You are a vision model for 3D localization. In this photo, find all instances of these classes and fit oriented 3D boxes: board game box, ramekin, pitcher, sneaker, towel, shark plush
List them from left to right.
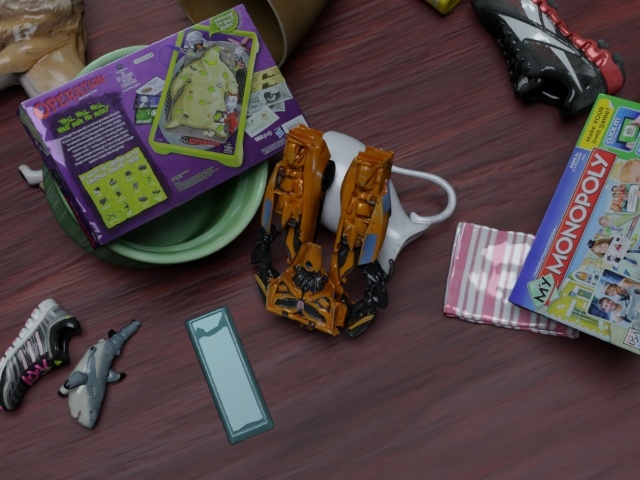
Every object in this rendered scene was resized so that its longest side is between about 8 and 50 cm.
[{"bbox_3d":[-0.392,0.166,1.630,0.075,0.063,0.170,21,68,16],"label":"sneaker"},{"bbox_3d":[-0.307,0.182,1.644,0.067,0.073,0.161,35,53,-6],"label":"shark plush"},{"bbox_3d":[-0.239,-0.104,1.624,0.303,0.148,0.303,5,77,-23],"label":"ramekin"},{"bbox_3d":[-0.198,-0.156,1.545,0.347,0.056,0.208,-30,96,-27],"label":"board game box"},{"bbox_3d":[0.074,-0.070,1.666,0.178,0.125,0.207,-41,83,-11],"label":"pitcher"},{"bbox_3d":[0.281,0.055,1.660,0.197,0.029,0.144,10,72,6],"label":"towel"},{"bbox_3d":[0.315,-0.286,1.741,0.276,0.097,0.135,43,75,14],"label":"sneaker"},{"bbox_3d":[0.408,-0.023,1.560,0.213,0.046,0.317,22,88,37],"label":"board game box"}]

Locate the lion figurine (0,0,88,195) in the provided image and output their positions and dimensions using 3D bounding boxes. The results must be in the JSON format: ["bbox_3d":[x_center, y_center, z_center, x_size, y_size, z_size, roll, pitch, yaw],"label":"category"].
[{"bbox_3d":[-0.385,-0.224,1.746,0.240,0.142,0.392,-34,87,-17],"label":"lion figurine"}]

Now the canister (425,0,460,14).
[{"bbox_3d":[0.165,-0.446,1.818,0.170,0.073,0.126,40,77,13],"label":"canister"}]

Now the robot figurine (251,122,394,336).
[{"bbox_3d":[0.000,0.000,1.585,0.211,0.085,0.291,18,115,19],"label":"robot figurine"}]

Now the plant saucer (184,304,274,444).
[{"bbox_3d":[-0.130,0.185,1.638,0.067,0.018,0.192,-22,72,-5],"label":"plant saucer"}]

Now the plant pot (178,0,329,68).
[{"bbox_3d":[-0.062,-0.423,1.754,0.237,0.237,0.254,37,65,14],"label":"plant pot"}]
